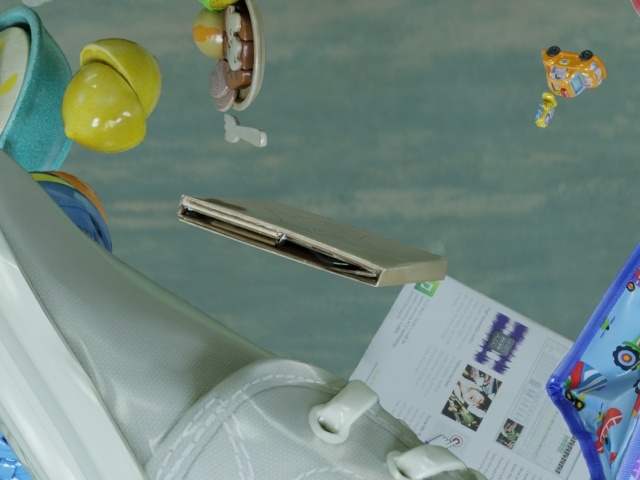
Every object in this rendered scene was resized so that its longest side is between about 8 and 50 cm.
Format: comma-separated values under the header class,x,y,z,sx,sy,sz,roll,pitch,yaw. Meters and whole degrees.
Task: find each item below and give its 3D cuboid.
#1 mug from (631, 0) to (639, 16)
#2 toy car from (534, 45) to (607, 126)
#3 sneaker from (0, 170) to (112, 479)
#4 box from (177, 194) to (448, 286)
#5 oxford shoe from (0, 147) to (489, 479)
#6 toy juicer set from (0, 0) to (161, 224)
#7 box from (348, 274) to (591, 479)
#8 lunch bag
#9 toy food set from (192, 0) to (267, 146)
class,x,y,z,sx,sy,sz,roll,pitch,yaw
mug,0.332,-0.202,1.369,0.150,0.113,0.169,48,126,-6
toy car,0.221,-0.128,1.672,0.060,0.122,0.040,19,68,14
sneaker,-0.134,0.077,0.790,0.069,0.082,0.209,8,110,-23
box,0.000,0.000,1.441,0.164,0.201,0.021,19,95,17
oxford shoe,0.010,0.114,0.616,0.130,0.169,0.449,-40,82,-6
toy juicer set,-0.174,-0.090,1.090,0.089,0.209,0.329,27,52,-29
box,0.181,0.187,1.814,0.322,0.058,0.232,28,58,9
lunch bag,0.320,0.042,1.286,0.221,0.138,0.293,5,125,-20
toy food set,-0.089,-0.184,1.779,0.038,0.132,0.192,-5,100,-21
